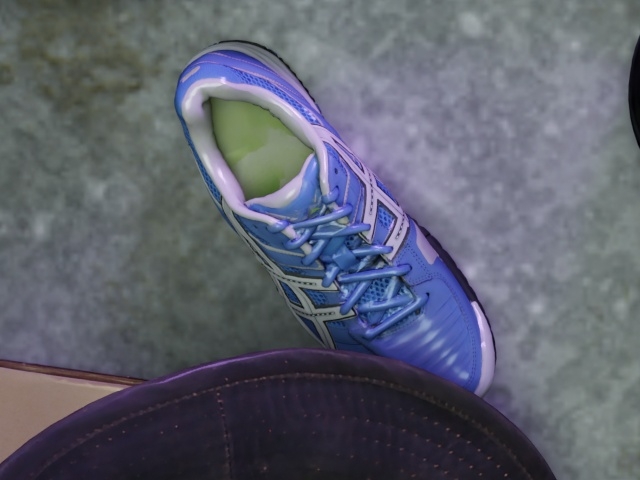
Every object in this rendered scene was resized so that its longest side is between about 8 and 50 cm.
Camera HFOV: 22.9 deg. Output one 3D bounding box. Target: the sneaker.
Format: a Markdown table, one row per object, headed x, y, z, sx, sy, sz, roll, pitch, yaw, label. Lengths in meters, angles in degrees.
| x | y | z | sx | sy | sz | roll | pitch | yaw | label |
| --- | --- | --- | --- | --- | --- | --- | --- | --- | --- |
| 0.000 | 0.000 | 0.729 | 0.080 | 0.081 | 0.211 | -42 | 90 | 10 | sneaker |

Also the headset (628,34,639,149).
| x | y | z | sx | sy | sz | roll | pitch | yaw | label |
| --- | --- | --- | --- | --- | --- | --- | --- | --- | --- |
| 0.235 | -0.058 | 0.620 | 0.185 | 0.243 | 0.394 | -26 | 109 | 1 | headset |

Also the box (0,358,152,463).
| x | y | z | sx | sy | sz | roll | pitch | yaw | label |
| --- | --- | --- | --- | --- | --- | --- | --- | --- | --- |
| -0.138 | 0.164 | 0.802 | 0.164 | 0.021 | 0.201 | 7 | 98 | 8 | box |

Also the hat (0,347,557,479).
| x | y | z | sx | sy | sz | roll | pitch | yaw | label |
| --- | --- | --- | --- | --- | --- | --- | --- | --- | --- |
| -0.051 | 0.183 | 0.718 | 0.331 | 0.134 | 0.331 | -5 | 104 | -21 | hat |
